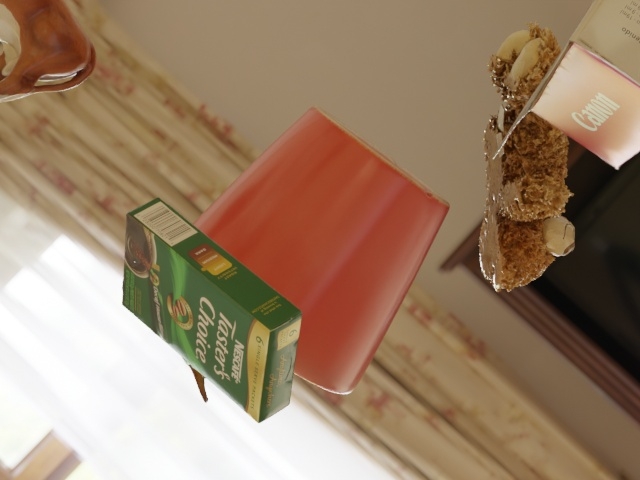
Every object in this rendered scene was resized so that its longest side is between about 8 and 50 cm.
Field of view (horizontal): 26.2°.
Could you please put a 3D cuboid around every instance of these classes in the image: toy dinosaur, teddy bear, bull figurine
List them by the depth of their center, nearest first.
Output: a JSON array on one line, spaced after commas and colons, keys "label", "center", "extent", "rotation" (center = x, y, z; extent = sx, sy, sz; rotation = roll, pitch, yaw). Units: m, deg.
[{"label": "toy dinosaur", "center": [-0.130, 0.101, 1.302], "extent": [0.047, 0.082, 0.090], "rotation": [-20, -39, -57]}, {"label": "bull figurine", "center": [-0.387, -0.296, 1.572], "extent": [0.188, 0.310, 0.101], "rotation": [-36, 1, -26]}, {"label": "teddy bear", "center": [0.269, -0.105, 1.717], "extent": [0.245, 0.113, 0.338], "rotation": [-179, 88, -82]}]

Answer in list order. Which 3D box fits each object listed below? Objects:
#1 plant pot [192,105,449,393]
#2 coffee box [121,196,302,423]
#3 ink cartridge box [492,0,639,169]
[{"label": "plant pot", "center": [0.000, 0.000, 1.559], "extent": [0.243, 0.275, 0.275], "rotation": [-53, -6, 6]}, {"label": "coffee box", "center": [-0.095, 0.057, 1.154], "extent": [0.040, 0.184, 0.113], "rotation": [-29, -36, -36]}, {"label": "ink cartridge box", "center": [0.306, -0.178, 1.348], "extent": [0.272, 0.130, 0.309], "rotation": [-55, -4, -3]}]
